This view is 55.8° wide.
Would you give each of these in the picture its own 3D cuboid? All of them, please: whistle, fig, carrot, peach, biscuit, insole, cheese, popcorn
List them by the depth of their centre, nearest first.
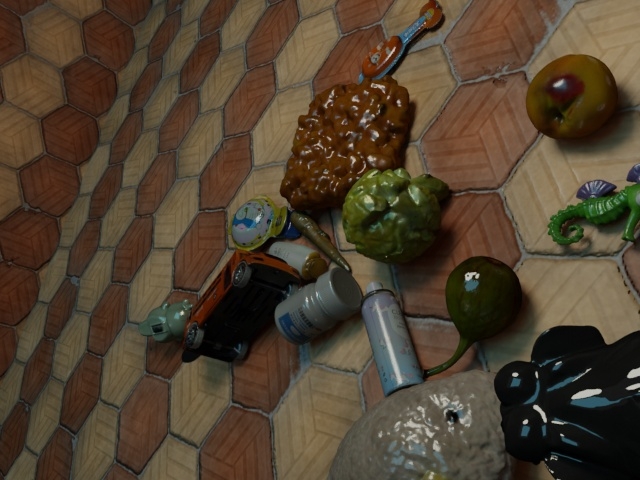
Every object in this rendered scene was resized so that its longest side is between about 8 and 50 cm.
[{"bbox_3d":[0.233,0.137,0.972,0.124,0.124,0.236,42,112,50],"label":"fig"},{"bbox_3d":[0.407,-0.235,0.976,0.138,0.138,0.138,-25,52,37],"label":"peach"},{"bbox_3d":[0.146,-0.053,1.141,0.212,0.198,0.198,-46,34,-21],"label":"popcorn"},{"bbox_3d":[0.000,0.000,1.360,0.049,0.049,0.254,-54,45,11],"label":"carrot"},{"bbox_3d":[0.058,-0.219,1.366,0.318,0.110,0.312,-9,62,45],"label":"biscuit"},{"bbox_3d":[0.181,-0.462,1.422,0.256,0.037,0.106,-40,46,27],"label":"cheese"},{"bbox_3d":[-0.141,-0.046,1.526,0.250,0.064,0.156,0,70,35],"label":"cheese"},{"bbox_3d":[-0.319,0.282,1.584,0.152,0.002,0.053,-34,47,31],"label":"insole"},{"bbox_3d":[-0.405,0.223,1.634,0.253,0.106,0.102,-18,65,34],"label":"whistle"}]

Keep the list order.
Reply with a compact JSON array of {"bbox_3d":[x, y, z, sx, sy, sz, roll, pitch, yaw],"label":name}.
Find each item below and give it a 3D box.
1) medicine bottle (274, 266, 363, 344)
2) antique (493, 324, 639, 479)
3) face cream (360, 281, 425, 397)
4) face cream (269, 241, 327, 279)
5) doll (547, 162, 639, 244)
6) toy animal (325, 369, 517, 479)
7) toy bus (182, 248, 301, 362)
[{"bbox_3d":[-0.005,0.137,1.237,0.168,0.105,0.105,-36,46,30],"label":"medicine bottle"},{"bbox_3d":[0.363,0.197,0.680,0.322,0.255,0.185,-26,54,40],"label":"antique"},{"bbox_3d":[0.124,0.175,1.095,0.075,0.075,0.229,-39,45,27],"label":"face cream"},{"bbox_3d":[-0.054,0.044,1.386,0.182,0.051,0.072,18,85,52],"label":"face cream"},{"bbox_3d":[0.430,-0.045,0.901,0.190,0.050,0.115,-18,49,43],"label":"doll"},{"bbox_3d":[0.139,0.342,0.895,0.358,0.188,0.226,-40,38,26],"label":"toy animal"},{"bbox_3d":[-0.185,0.136,1.385,0.329,0.143,0.153,-50,33,30],"label":"toy bus"}]
